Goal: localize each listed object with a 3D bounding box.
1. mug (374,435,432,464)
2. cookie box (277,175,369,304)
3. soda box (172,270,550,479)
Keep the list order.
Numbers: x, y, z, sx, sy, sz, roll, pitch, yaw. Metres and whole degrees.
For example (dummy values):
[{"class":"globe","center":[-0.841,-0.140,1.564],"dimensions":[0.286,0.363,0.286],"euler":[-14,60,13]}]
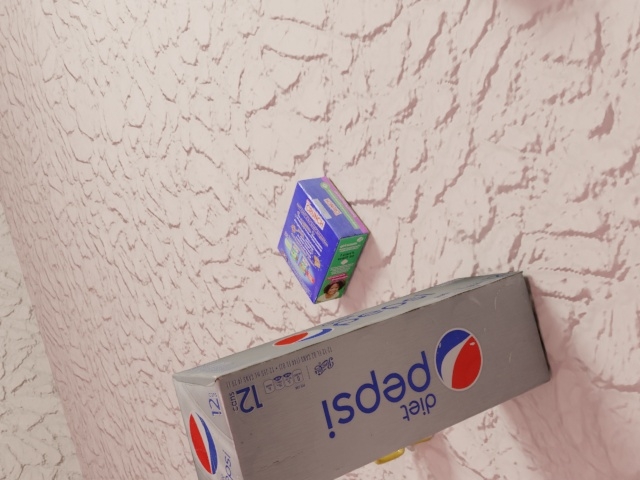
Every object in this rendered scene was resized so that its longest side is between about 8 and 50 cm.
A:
[{"class":"mug","center":[0.074,0.191,0.824],"dimensions":[0.062,0.064,0.078],"euler":[-8,96,58]},{"class":"cookie box","center":[0.000,0.000,0.888],"dimensions":[0.092,0.040,0.107],"euler":[55,144,31]},{"class":"soda box","center":[0.039,0.106,0.628],"dimensions":[0.091,0.286,0.098],"euler":[-12,93,59]}]
